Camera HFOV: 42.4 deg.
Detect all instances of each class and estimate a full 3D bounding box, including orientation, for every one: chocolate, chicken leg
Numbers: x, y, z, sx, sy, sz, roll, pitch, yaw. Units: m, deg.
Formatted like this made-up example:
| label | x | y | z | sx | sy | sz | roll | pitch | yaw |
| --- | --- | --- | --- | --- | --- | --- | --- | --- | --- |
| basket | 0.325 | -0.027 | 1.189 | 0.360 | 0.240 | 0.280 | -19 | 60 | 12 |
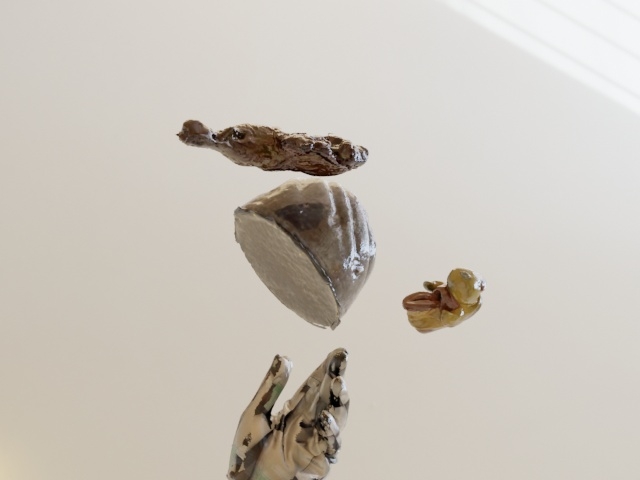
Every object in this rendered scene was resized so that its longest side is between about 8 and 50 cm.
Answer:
| label | x | y | z | sx | sy | sz | roll | pitch | yaw |
| --- | --- | --- | --- | --- | --- | --- | --- | --- | --- |
| chocolate | 0.000 | 0.000 | 1.608 | 0.213 | 0.303 | 0.303 | -42 | -165 | -23 |
| chicken leg | -0.076 | -0.158 | 1.401 | 0.322 | 0.083 | 0.177 | 7 | -176 | -1 |

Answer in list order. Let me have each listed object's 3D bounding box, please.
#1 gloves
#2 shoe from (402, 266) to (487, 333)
| label | x | y | z | sx | sy | sz | roll | pitch | yaw |
| --- | --- | --- | --- | --- | --- | --- | --- | --- | --- |
| gloves | -0.025 | 0.229 | 1.030 | 0.127 | 0.111 | 0.212 | 20 | -122 | 40 |
| shoe | 0.160 | 0.080 | 1.065 | 0.109 | 0.072 | 0.069 | -17 | 140 | 27 |
